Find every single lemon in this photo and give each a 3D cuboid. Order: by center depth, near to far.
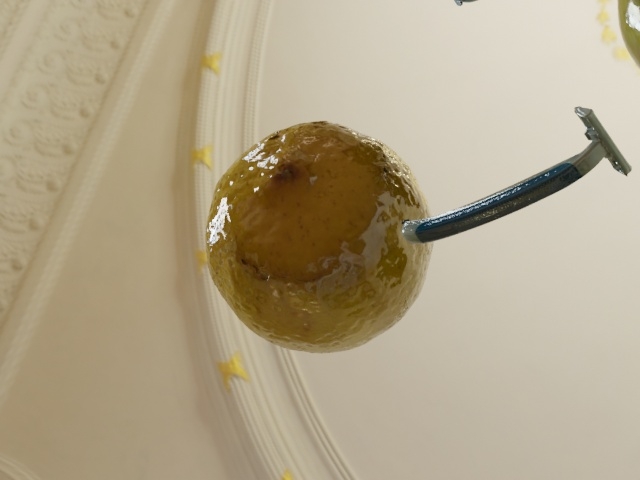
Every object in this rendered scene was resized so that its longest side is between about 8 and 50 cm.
[{"bbox_3d":[0.000,-0.001,1.153,0.293,0.293,0.293,-10,-122,16],"label":"lemon"}]

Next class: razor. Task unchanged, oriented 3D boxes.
[{"bbox_3d":[0.146,-0.036,0.789,0.191,0.068,0.037,-27,-148,28],"label":"razor"}]

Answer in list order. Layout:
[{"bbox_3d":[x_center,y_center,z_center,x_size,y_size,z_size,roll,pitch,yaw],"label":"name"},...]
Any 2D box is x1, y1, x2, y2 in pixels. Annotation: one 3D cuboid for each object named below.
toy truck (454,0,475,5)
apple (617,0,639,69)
[{"bbox_3d":[0.169,-0.322,1.189,0.056,0.073,0.090,-20,-169,-10],"label":"toy truck"},{"bbox_3d":[0.523,-0.321,1.222,0.305,0.338,0.338,-7,-128,-22],"label":"apple"}]
